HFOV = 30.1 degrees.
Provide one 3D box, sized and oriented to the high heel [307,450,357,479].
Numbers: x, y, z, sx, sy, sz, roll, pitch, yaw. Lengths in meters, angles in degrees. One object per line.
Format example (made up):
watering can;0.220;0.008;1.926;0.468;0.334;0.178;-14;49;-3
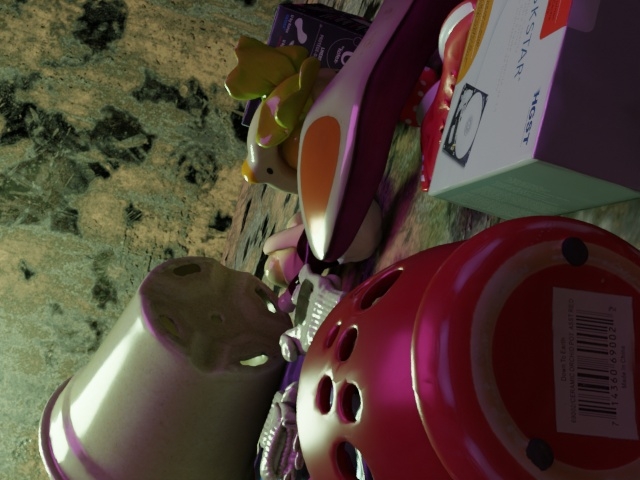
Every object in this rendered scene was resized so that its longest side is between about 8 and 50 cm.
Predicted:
high heel;-0.023;0.329;1.243;0.117;0.082;0.244;-75;4;-55

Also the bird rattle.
bird rattle;0.007;-0.146;1.378;0.143;0.254;0.206;54;133;37

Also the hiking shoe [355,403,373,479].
hiking shoe;0.059;0.199;0.902;0.132;0.113;0.304;128;156;-62

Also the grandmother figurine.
grandmother figurine;0.000;0.000;1.563;0.342;0.104;0.207;142;149;-74

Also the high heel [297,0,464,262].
high heel;0.092;-0.154;1.238;0.127;0.181;0.377;25;104;60

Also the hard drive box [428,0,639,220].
hard drive box;0.172;-0.117;0.871;0.232;0.089;0.181;160;125;-77

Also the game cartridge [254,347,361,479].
game cartridge;-0.017;0.232;1.420;0.355;0.068;0.230;-111;43;-74

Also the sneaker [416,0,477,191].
sneaker;0.143;-0.116;1.102;0.221;0.087;0.128;100;172;-61

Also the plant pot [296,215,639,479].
plant pot;0.099;0.084;0.661;0.174;0.191;0.191;136;149;-65

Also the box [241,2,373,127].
box;0.015;-0.210;1.550;0.247;0.142;0.163;-41;-29;-73

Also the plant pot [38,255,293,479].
plant pot;-0.195;0.201;1.676;0.333;0.334;0.305;-87;20;-52

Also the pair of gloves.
pair of gloves;-0.028;0.151;1.336;0.204;0.042;0.240;-132;58;-78
